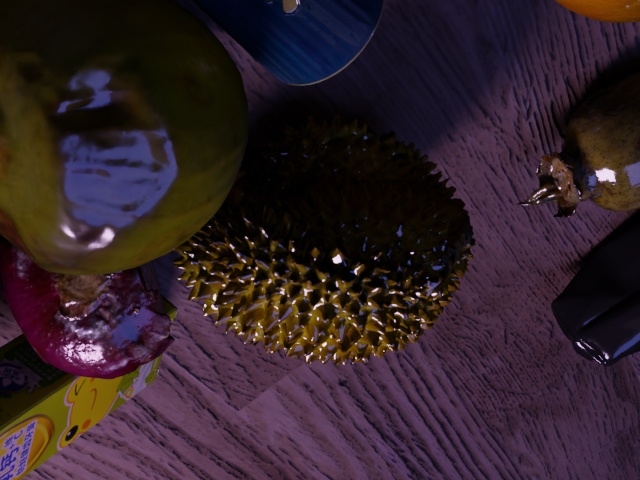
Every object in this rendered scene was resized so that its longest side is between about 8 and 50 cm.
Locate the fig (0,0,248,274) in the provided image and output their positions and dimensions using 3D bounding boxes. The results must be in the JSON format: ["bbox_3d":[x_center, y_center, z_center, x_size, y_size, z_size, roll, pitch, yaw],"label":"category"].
[{"bbox_3d":[-0.164,-0.102,1.015,0.271,0.239,0.239,-33,155,-52],"label":"fig"}]

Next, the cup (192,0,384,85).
[{"bbox_3d":[-0.034,-0.239,1.059,0.155,0.131,0.176,29,82,-48],"label":"cup"}]

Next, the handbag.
[{"bbox_3d":[0.511,0.043,1.814,0.342,0.152,0.288,-41,156,14],"label":"handbag"}]

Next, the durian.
[{"bbox_3d":[0.004,0.010,1.273,0.293,0.258,0.258,-2,134,-31],"label":"durian"}]

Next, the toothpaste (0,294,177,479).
[{"bbox_3d":[-0.272,0.149,1.231,0.327,0.077,0.110,-36,155,-50],"label":"toothpaste"}]

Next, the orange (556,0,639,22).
[{"bbox_3d":[0.299,-0.309,1.192,0.240,0.171,0.240,-24,144,-18],"label":"orange"}]

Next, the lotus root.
[{"bbox_3d":[0.363,-0.111,1.498,0.278,0.154,0.154,-24,144,-14],"label":"lotus root"}]

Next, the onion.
[{"bbox_3d":[-0.216,0.030,1.199,0.140,0.195,0.218,-26,-175,-2],"label":"onion"}]
